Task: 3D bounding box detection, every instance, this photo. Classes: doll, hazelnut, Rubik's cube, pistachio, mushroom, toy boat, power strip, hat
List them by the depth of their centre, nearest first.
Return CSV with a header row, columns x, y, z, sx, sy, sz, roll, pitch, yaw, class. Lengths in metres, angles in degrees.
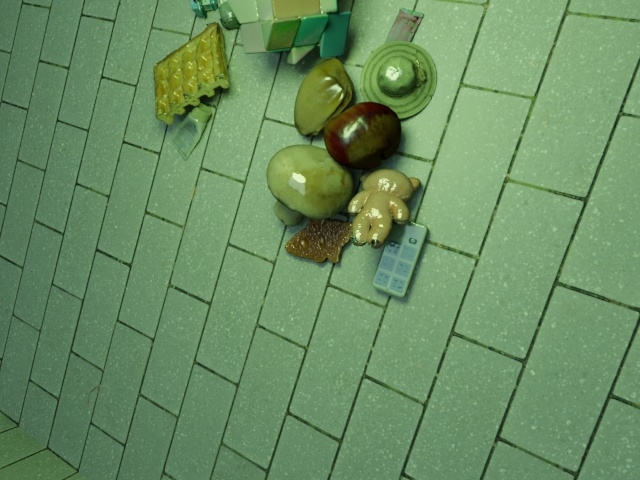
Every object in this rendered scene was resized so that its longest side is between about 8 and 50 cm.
x,y,z,sx,sy,sz,roll,pitch,yaw,class
0.241,-0.515,1.391,0.252,0.110,0.252,1,95,8,hat
0.126,-0.332,1.395,0.217,0.251,0.217,43,147,37,hazelnut
0.185,-0.087,1.401,0.201,0.156,0.303,16,63,17,doll
-0.087,-0.749,1.401,0.368,0.387,0.358,11,123,34,Rubik's cube
0.258,0.052,1.446,0.118,0.046,0.270,21,97,22,power strip
-0.045,-0.158,1.482,0.292,0.292,0.290,43,135,18,mushroom
-0.005,-0.480,1.511,0.260,0.163,0.212,-37,55,32,pistachio
-0.461,-1.001,1.741,0.098,0.109,0.237,-9,89,3,toy boat

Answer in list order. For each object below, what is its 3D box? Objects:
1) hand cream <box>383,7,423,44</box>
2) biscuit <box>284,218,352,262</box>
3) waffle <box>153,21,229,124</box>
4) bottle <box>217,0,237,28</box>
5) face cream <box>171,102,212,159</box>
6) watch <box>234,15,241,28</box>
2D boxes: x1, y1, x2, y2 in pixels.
x,y,z,sx,sy,sz,roll,pitch,yaw,class
0.238,-0.628,1.468,0.079,0.050,0.275,26,95,-4,hand cream
0.000,0.000,1.560,0.280,0.043,0.183,-17,79,27,biscuit
-0.502,-0.648,1.725,0.348,0.077,0.304,-22,62,22,waffle
-0.366,-0.937,1.707,0.096,0.079,0.253,-19,82,36,bottle
-0.518,-0.441,1.785,0.114,0.070,0.224,50,119,16,face cream
-0.228,-0.825,1.628,0.152,0.165,0.131,-19,82,47,watch
